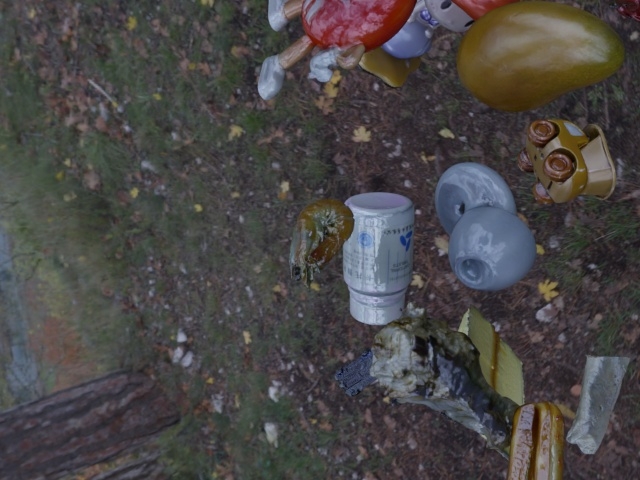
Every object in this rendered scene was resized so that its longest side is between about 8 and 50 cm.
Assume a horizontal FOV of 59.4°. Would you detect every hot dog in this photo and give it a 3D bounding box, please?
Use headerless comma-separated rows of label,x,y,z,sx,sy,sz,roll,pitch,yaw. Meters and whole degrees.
hot dog,0.367,0.400,0.952,0.104,0.076,0.250,-29,39,52

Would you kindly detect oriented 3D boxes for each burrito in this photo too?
burrito,0.572,0.327,1.163,0.086,0.060,0.226,25,73,3

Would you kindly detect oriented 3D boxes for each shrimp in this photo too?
shrimp,0.000,-0.001,1.057,0.115,0.051,0.217,-2,49,22

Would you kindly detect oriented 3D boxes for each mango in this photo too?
mango,0.185,-0.164,0.505,0.102,0.184,0.085,37,94,-17

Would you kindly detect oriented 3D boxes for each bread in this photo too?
bread,0.596,0.490,1.909,0.345,0.242,0.405,31,86,-16

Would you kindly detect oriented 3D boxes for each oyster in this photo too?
oyster,0.244,0.281,1.082,0.337,0.133,0.198,45,81,-8

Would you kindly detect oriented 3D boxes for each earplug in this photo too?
earplug,0.344,-0.030,1.235,0.326,0.174,0.214,-102,16,-45

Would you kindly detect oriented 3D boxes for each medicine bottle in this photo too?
medicine bottle,0.137,0.042,1.346,0.170,0.170,0.293,14,117,32

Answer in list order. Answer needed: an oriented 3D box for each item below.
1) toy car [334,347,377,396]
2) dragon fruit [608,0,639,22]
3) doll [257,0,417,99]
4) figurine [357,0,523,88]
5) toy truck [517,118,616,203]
toy car,0.138,0.409,1.774,0.216,0.063,0.103,-42,82,29
dragon fruit,0.802,-0.626,1.301,0.233,0.293,0.234,0,92,-7
doll,0.021,-0.256,0.631,0.217,0.085,0.183,-7,68,33
figurine,0.167,-0.359,0.803,0.257,0.208,0.181,-18,115,51
toy truck,0.753,-0.243,1.736,0.211,0.204,0.288,-13,63,1
